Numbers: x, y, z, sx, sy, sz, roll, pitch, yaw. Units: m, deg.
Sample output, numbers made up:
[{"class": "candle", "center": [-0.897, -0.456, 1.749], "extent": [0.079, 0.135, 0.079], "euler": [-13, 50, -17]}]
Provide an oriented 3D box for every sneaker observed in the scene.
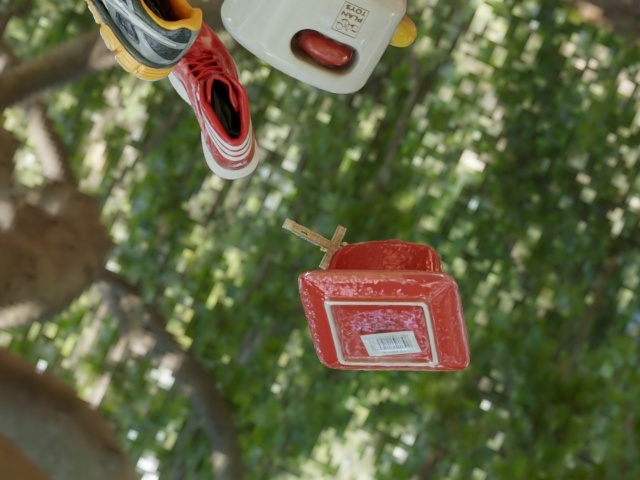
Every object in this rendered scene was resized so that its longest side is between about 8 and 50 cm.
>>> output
[{"class": "sneaker", "center": [-0.182, -0.246, 1.527], "extent": [0.215, 0.084, 0.083], "euler": [50, 136, -11]}, {"class": "sneaker", "center": [-0.122, -0.192, 2.006], "extent": [0.128, 0.087, 0.221], "euler": [103, 143, -66]}]

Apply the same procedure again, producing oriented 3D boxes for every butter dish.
[{"class": "butter dish", "center": [0.070, 0.050, 1.749], "extent": [0.160, 0.118, 0.160], "euler": [-1, 138, 12]}]

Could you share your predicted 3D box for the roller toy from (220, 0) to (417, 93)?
[{"class": "roller toy", "center": [-0.003, -0.273, 2.005], "extent": [0.209, 0.146, 0.191], "euler": [35, -162, 14]}]

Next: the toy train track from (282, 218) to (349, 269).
[{"class": "toy train track", "center": [0.000, 0.000, 1.763], "extent": [0.083, 0.048, 0.014], "euler": [27, 173, -20]}]
